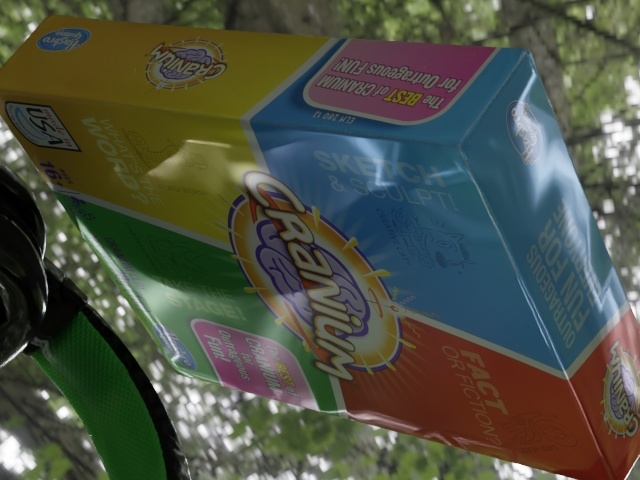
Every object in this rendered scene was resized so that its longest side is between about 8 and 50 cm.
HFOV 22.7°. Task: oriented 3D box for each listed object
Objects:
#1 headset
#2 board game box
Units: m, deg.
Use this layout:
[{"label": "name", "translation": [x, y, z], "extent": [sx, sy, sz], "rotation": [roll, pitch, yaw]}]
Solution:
[{"label": "headset", "translation": [-0.240, 0.053, 0.819], "extent": [0.185, 0.394, 0.243], "rotation": [-39, -165, 18]}, {"label": "board game box", "translation": [0.000, 0.000, 0.833], "extent": [0.316, 0.242, 0.064], "rotation": [10, -128, 40]}]
